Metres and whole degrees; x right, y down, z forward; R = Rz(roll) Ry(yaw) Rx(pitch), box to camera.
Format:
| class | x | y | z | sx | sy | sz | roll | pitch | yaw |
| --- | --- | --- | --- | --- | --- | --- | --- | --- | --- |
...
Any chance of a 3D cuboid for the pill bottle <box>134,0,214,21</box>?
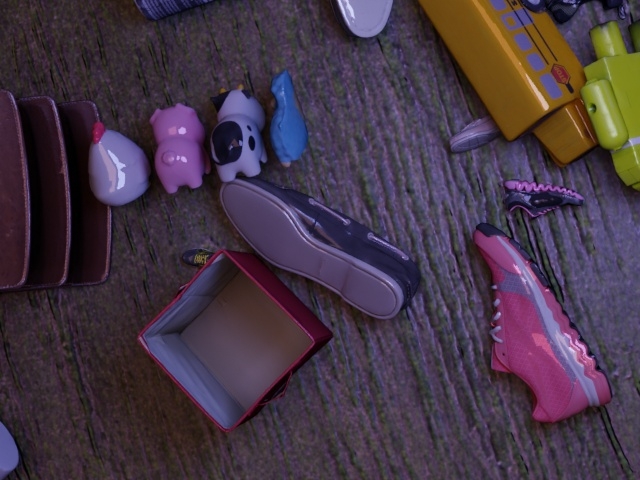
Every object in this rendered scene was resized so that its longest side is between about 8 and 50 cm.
| class | x | y | z | sx | sy | sz | roll | pitch | yaw |
| --- | --- | --- | --- | --- | --- | --- | --- | --- | --- |
| pill bottle | -0.171 | -0.434 | 1.525 | 0.245 | 0.130 | 0.131 | -17 | 85 | 8 |

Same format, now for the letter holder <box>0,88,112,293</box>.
| class | x | y | z | sx | sy | sz | roll | pitch | yaw |
| --- | --- | --- | --- | --- | --- | --- | --- | --- | --- |
| letter holder | -0.449 | -0.075 | 1.545 | 0.214 | 0.152 | 0.302 | -5 | 87 | 7 |

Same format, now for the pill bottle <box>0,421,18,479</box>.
| class | x | y | z | sx | sy | sz | roll | pitch | yaw |
| --- | --- | --- | --- | --- | --- | --- | --- | --- | --- |
| pill bottle | -0.619 | 0.390 | 1.545 | 0.283 | 0.160 | 0.160 | -41 | 82 | 5 |

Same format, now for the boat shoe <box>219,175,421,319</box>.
| class | x | y | z | sx | sy | sz | roll | pitch | yaw |
| --- | --- | --- | --- | --- | --- | --- | --- | --- | --- |
| boat shoe | 0.000 | 0.000 | 1.508 | 0.335 | 0.095 | 0.112 | 33 | 129 | 13 |

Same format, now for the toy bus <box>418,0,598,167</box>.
| class | x | y | z | sx | sy | sz | roll | pitch | yaw |
| --- | --- | --- | --- | --- | --- | --- | --- | --- | --- |
| toy bus | 0.280 | -0.259 | 1.425 | 0.130 | 0.108 | 0.333 | -25 | 81 | -37 |

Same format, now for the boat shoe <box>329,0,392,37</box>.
| class | x | y | z | sx | sy | sz | roll | pitch | yaw |
| --- | --- | --- | --- | --- | --- | --- | --- | --- | --- |
| boat shoe | 0.037 | -0.450 | 1.512 | 0.109 | 0.091 | 0.305 | -8 | 88 | -28 |

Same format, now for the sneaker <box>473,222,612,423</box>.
| class | x | y | z | sx | sy | sz | roll | pitch | yaw |
| --- | --- | --- | --- | --- | --- | --- | --- | --- | --- |
| sneaker | 0.287 | 0.123 | 1.432 | 0.136 | 0.116 | 0.314 | -32 | 83 | 8 |

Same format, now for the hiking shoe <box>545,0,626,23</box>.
| class | x | y | z | sx | sy | sz | roll | pitch | yaw |
| --- | --- | --- | --- | --- | --- | --- | --- | --- | --- |
| hiking shoe | 0.342 | -0.380 | 1.460 | 0.226 | 0.086 | 0.114 | 5 | 85 | 9 |

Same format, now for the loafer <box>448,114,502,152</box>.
| class | x | y | z | sx | sy | sz | roll | pitch | yaw |
| --- | --- | --- | --- | --- | --- | --- | --- | --- | --- |
| loafer | 0.248 | -0.170 | 1.492 | 0.125 | 0.045 | 0.039 | -21 | 68 | 1 |

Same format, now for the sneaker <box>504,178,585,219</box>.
| class | x | y | z | sx | sy | sz | roll | pitch | yaw |
| --- | --- | --- | --- | --- | --- | --- | --- | --- | --- |
| sneaker | 0.329 | -0.057 | 1.472 | 0.119 | 0.047 | 0.057 | 9 | 96 | 17 |

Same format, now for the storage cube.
| class | x | y | z | sx | sy | sz | roll | pitch | yaw |
| --- | --- | --- | --- | --- | --- | --- | --- | --- | --- |
| storage cube | -0.117 | 0.143 | 1.458 | 0.215 | 0.193 | 0.184 | 44 | 95 | 8 |

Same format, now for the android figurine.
| class | x | y | z | sx | sy | sz | roll | pitch | yaw |
| --- | --- | --- | --- | --- | --- | --- | --- | --- | --- |
| android figurine | 0.465 | -0.179 | 1.390 | 0.248 | 0.056 | 0.273 | -11 | 81 | -32 |

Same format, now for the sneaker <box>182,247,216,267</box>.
| class | x | y | z | sx | sy | sz | roll | pitch | yaw |
| --- | --- | --- | --- | --- | --- | --- | --- | --- | --- |
| sneaker | -0.177 | 0.028 | 1.552 | 0.083 | 0.035 | 0.031 | 5 | 87 | 9 |

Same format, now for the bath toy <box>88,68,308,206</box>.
| class | x | y | z | sx | sy | sz | roll | pitch | yaw |
| --- | --- | --- | --- | --- | --- | --- | --- | --- | --- |
| bath toy | -0.200 | -0.156 | 1.513 | 0.348 | 0.151 | 0.129 | -14 | 116 | 12 |
